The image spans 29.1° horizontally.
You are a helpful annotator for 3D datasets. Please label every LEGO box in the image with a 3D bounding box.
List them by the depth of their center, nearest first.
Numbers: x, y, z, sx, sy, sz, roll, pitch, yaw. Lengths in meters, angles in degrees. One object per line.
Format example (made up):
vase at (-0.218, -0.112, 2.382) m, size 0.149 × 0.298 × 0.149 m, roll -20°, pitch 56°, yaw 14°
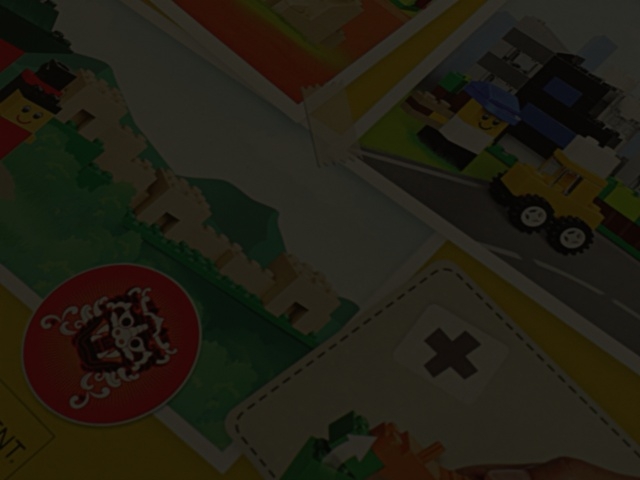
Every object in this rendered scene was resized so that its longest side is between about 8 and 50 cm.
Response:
LEGO box at (0.000, 0.000, 0.461) m, size 0.372 × 0.193 × 0.500 m, roll -41°, pitch -116°, yaw -20°
